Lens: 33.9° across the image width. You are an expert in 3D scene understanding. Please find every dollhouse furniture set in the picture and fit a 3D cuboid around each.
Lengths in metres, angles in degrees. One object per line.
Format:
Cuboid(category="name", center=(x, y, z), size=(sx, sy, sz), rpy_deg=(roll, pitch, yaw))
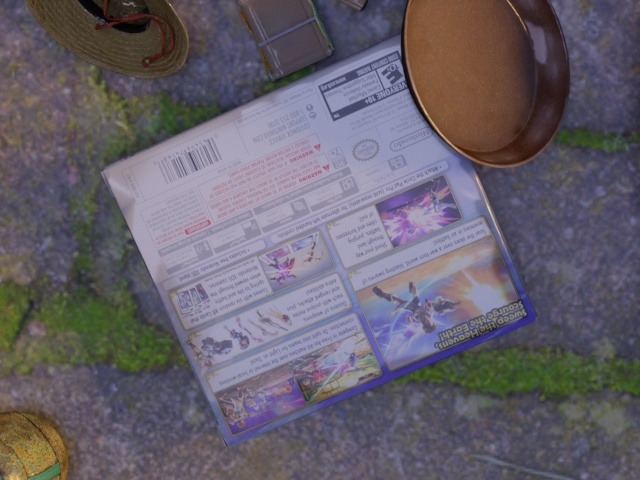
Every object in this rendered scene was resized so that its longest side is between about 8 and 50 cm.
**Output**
Cuboid(category="dollhouse furniture set", center=(0.014, -0.193, 0.834), size=(0.152, 0.058, 0.076), rpy_deg=(-21, 102, 25))

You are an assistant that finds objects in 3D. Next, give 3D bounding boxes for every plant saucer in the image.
Cuboid(category="plant saucer", center=(0.120, -0.136, 0.790), size=(0.168, 0.029, 0.168), rpy_deg=(5, 81, -34))

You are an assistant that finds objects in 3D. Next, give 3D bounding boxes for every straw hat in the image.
Cuboid(category="straw hat", center=(-0.158, -0.196, 0.823), size=(0.145, 0.144, 0.061), rpy_deg=(24, 59, 1))

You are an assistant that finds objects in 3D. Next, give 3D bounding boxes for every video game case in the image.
Cuboid(category="video game case", center=(0.000, 0.000, 0.836), size=(0.270, 0.061, 0.244), rpy_deg=(-23, 93, 7))

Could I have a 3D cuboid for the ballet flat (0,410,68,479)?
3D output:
Cuboid(category="ballet flat", center=(-0.386, 0.214, 0.863), size=(0.349, 0.123, 0.123), rpy_deg=(-11, 95, 6))
